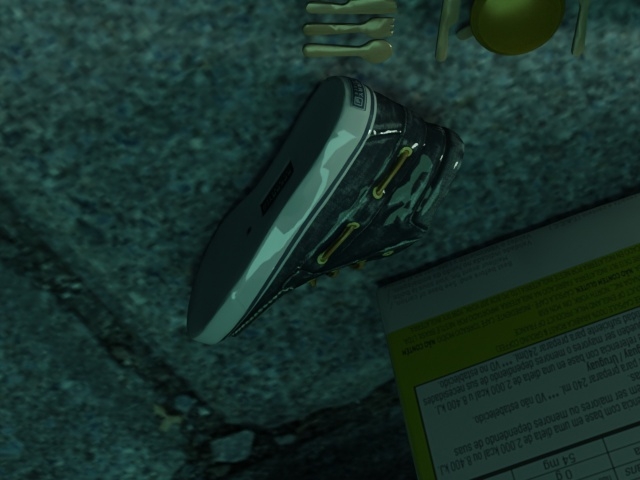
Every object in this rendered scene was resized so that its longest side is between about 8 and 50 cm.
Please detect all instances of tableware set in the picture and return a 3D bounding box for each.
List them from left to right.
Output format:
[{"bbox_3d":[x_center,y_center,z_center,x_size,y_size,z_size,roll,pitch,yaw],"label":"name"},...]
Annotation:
[{"bbox_3d":[0.063,-0.136,0.613,0.154,0.024,0.104,-2,129,-7],"label":"tableware set"}]

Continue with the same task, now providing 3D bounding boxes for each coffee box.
[{"bbox_3d":[0.261,0.188,0.727,0.338,0.334,0.338,-20,132,8],"label":"coffee box"}]

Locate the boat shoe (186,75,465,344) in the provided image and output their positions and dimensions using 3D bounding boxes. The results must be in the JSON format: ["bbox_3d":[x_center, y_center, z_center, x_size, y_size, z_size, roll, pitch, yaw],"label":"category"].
[{"bbox_3d":[0.000,0.000,0.692,0.083,0.065,0.183,22,124,-25],"label":"boat shoe"}]
